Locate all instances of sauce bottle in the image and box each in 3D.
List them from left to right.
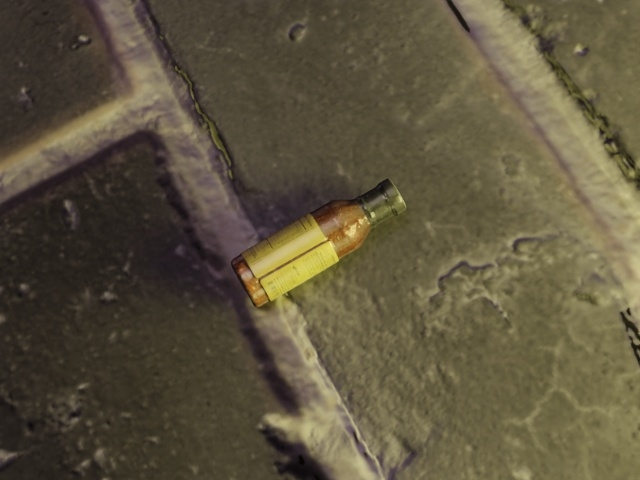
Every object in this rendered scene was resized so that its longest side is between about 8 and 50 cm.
[{"bbox_3d":[0.000,0.000,1.090,0.128,0.042,0.042,-28,56,-5],"label":"sauce bottle"}]
